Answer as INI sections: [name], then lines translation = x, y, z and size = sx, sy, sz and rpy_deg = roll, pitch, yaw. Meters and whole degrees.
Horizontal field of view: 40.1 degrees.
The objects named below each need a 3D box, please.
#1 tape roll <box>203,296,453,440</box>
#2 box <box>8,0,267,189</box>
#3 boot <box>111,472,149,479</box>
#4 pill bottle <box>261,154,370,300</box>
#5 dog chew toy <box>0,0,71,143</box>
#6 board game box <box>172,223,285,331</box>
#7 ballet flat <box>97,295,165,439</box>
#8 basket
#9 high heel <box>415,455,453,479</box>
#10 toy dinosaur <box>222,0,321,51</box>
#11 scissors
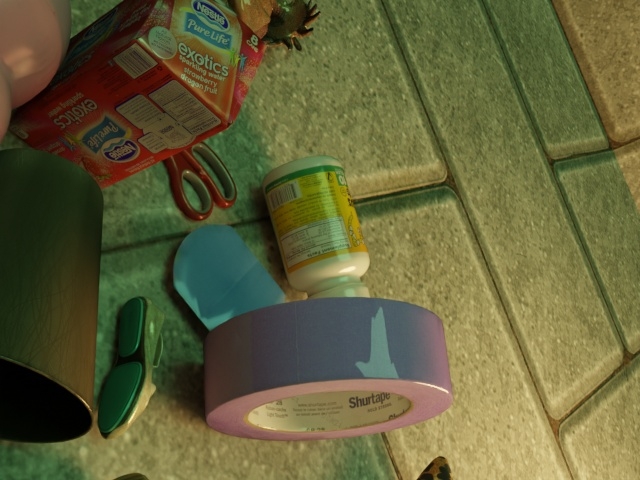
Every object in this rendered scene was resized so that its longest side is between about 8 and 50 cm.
[tape roll]
translation = 0.007, 0.152, 0.984
size = 0.274, 0.274, 0.090
rpy_deg = 21, 56, -44
[box]
translation = -0.196, -0.161, 0.917
size = 0.128, 0.256, 0.123
rpy_deg = 41, 51, -30
[boot]
translation = -0.176, 0.368, 0.814
size = 0.248, 0.090, 0.207
rpy_deg = -82, 154, -59
[pill bottle]
translation = 0.000, 0.000, 1.196
size = 0.117, 0.117, 0.209
rpy_deg = 0, 70, -52
[dog chew toy]
translation = -0.355, -0.146, 0.774
size = 0.206, 0.206, 0.332
rpy_deg = 38, 52, -33
[board game box]
translation = -0.120, 0.065, 1.084
size = 0.169, 0.033, 0.133
rpy_deg = 52, 43, -10
[ballet flat]
translation = -0.192, 0.137, 0.932
size = 0.052, 0.057, 0.168
rpy_deg = 44, 41, -42
[basket]
translation = -0.282, 0.040, 0.798
size = 0.204, 0.154, 0.227
rpy_deg = 35, 42, -37
[high heel]
translation = 0.095, 0.358, 1.125
size = 0.186, 0.093, 0.261
rpy_deg = 50, 47, -30
[toy dinosaur]
translation = -0.105, -0.331, 1.258
size = 0.200, 0.127, 0.296
rpy_deg = 61, 41, -18
[scissors]
translation = -0.210, -0.151, 1.106
size = 0.297, 0.021, 0.109
rpy_deg = 54, 40, -13
